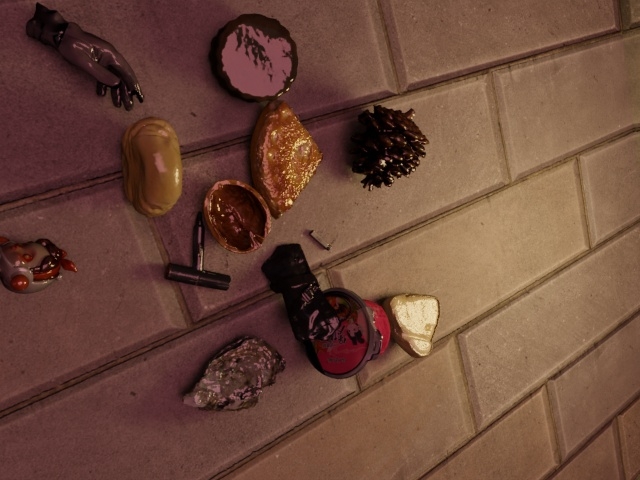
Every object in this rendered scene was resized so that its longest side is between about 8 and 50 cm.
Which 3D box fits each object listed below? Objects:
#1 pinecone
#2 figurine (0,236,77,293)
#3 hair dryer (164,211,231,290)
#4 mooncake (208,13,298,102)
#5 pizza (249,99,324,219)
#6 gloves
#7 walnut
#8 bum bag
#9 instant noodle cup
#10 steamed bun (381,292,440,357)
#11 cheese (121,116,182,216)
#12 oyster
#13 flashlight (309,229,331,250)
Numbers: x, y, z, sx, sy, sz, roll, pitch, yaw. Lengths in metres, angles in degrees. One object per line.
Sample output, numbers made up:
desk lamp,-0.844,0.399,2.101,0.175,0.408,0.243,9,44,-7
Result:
pinecone,0.197,-0.283,1.436,0.243,0.243,0.257,43,79,-25
figurine,-0.657,0.059,1.029,0.226,0.183,0.160,-9,108,-41
hair dryer,-0.310,0.027,1.284,0.173,0.050,0.195,17,82,-32
mooncake,-0.180,-0.478,1.269,0.228,0.124,0.228,-4,99,-24
pizza,-0.096,-0.229,1.356,0.226,0.086,0.336,-7,99,-33
gloves,-0.524,-0.412,1.078,0.119,0.142,0.285,-42,116,10
walnut,-0.231,-0.069,1.292,0.167,0.087,0.211,-33,107,-16
bum bag,-0.060,0.151,1.362,0.137,0.074,0.310,-27,70,-7
instant noodle cup,0.094,0.272,1.425,0.181,0.302,0.259,9,101,-52
steamed bun,0.298,0.288,1.607,0.231,0.110,0.213,7,74,-27
cheese,-0.394,-0.171,1.124,0.117,0.214,0.226,-9,92,-33
oyster,-0.230,0.388,1.320,0.268,0.112,0.198,-46,114,-15
flashlight,0.000,0.000,1.466,0.083,0.018,0.018,42,75,-25
